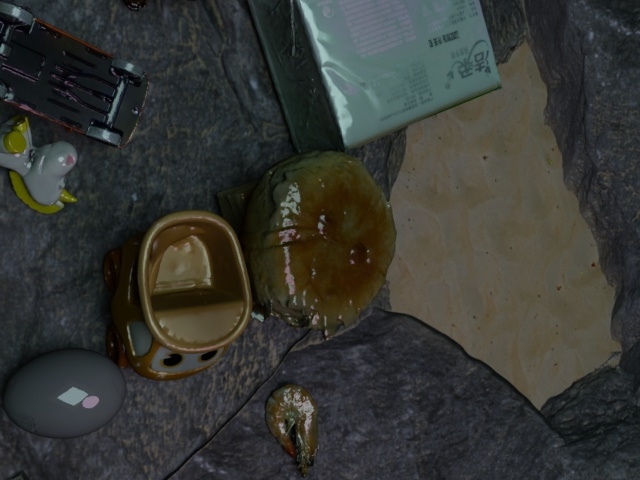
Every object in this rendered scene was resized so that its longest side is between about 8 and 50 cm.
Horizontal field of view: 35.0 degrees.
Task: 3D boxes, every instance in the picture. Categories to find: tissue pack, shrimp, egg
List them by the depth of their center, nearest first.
[{"bbox_3d":[-0.415,0.249,1.651,0.199,0.146,0.146,0,91,-27],"label":"egg"},{"bbox_3d":[0.108,-0.375,1.923,0.405,0.205,0.331,-25,105,-30],"label":"tissue pack"},{"bbox_3d":[-0.048,0.367,1.949,0.101,0.042,0.190,-13,100,-10],"label":"shrimp"}]

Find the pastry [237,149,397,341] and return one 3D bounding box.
[{"bbox_3d":[0.000,0.000,1.775,0.330,0.136,0.329,-3,95,-42],"label":"pastry"}]

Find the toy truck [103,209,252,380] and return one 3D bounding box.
[{"bbox_3d":[-0.245,0.096,1.717,0.204,0.212,0.288,-5,91,-30],"label":"toy truck"}]

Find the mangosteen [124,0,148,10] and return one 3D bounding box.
[{"bbox_3d":[-0.225,-0.554,1.699,0.306,0.359,0.306,21,47,-24],"label":"mangosteen"}]

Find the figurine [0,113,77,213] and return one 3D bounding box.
[{"bbox_3d":[-0.466,-0.121,1.652,0.178,0.109,0.129,33,101,-29],"label":"figurine"}]

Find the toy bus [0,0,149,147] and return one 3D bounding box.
[{"bbox_3d":[-0.434,-0.261,1.595,0.329,0.153,0.143,21,87,-47],"label":"toy bus"}]

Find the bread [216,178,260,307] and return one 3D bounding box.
[{"bbox_3d":[-0.048,-0.012,1.893,0.246,0.111,0.239,-23,107,-32],"label":"bread"}]

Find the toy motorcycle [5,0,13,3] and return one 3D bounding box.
[{"bbox_3d":[-0.541,-0.386,1.598,0.225,0.073,0.152,-41,116,-25],"label":"toy motorcycle"}]
